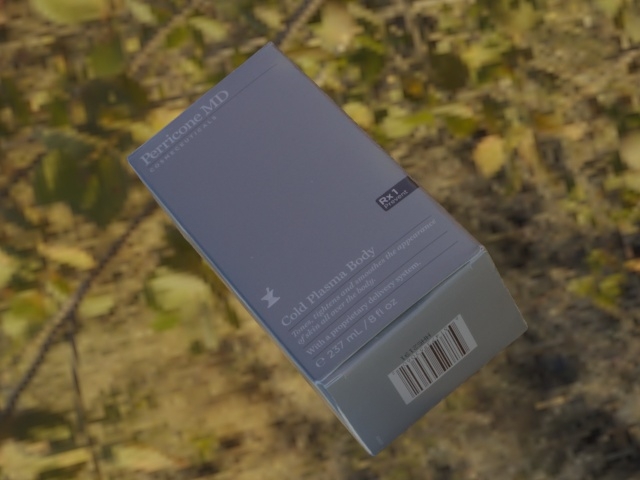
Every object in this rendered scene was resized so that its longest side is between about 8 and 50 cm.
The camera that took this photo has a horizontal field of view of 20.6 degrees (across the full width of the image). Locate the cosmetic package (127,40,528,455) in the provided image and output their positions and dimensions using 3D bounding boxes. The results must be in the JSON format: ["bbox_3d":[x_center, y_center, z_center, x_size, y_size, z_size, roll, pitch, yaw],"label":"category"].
[{"bbox_3d":[0.000,0.000,1.063,0.238,0.127,0.107,45,173,37],"label":"cosmetic package"}]
